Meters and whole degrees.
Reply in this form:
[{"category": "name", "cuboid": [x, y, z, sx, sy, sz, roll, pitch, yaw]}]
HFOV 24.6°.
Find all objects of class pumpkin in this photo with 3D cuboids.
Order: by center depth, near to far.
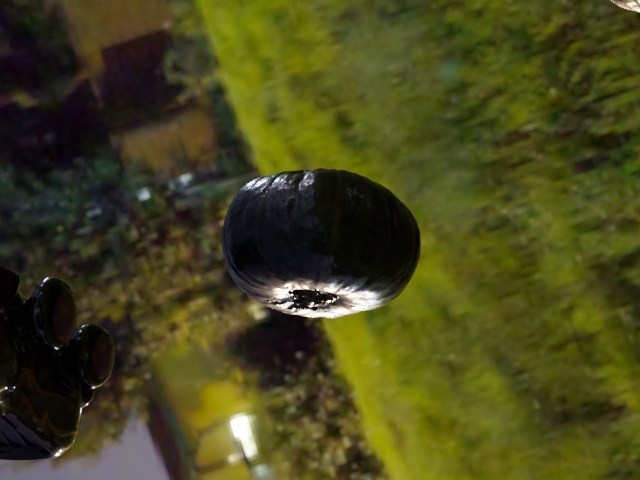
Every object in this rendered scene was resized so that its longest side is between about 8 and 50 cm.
[{"category": "pumpkin", "cuboid": [0.000, 0.000, 1.604, 0.223, 0.224, 0.157, 75, -159, -74]}]

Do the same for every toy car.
[{"category": "toy car", "cuboid": [-0.406, 0.172, 1.680, 0.340, 0.271, 0.240, 58, -142, -56]}]

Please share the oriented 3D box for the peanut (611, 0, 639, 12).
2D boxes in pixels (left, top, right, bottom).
[{"category": "peanut", "cuboid": [0.338, -0.308, 1.516, 0.120, 0.136, 0.298, 42, -165, -14]}]
